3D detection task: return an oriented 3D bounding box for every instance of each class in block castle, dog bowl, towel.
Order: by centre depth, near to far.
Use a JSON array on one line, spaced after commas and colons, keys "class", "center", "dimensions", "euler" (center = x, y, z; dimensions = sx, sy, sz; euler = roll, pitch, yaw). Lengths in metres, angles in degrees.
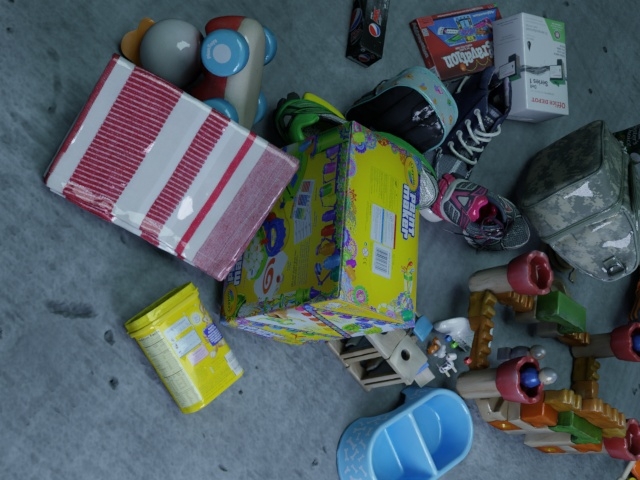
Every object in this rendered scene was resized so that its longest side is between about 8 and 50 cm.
[{"class": "towel", "center": [-0.228, -0.105, 1.400], "dimensions": [0.329, 0.037, 0.237], "euler": [29, 103, -18]}, {"class": "dog bowl", "center": [0.163, 0.366, 1.632], "dimensions": [0.297, 0.074, 0.166], "euler": [-24, 91, -39]}, {"class": "block castle", "center": [0.488, 0.241, 1.785], "dimensions": [0.453, 0.213, 0.303], "euler": [31, 60, -35]}]

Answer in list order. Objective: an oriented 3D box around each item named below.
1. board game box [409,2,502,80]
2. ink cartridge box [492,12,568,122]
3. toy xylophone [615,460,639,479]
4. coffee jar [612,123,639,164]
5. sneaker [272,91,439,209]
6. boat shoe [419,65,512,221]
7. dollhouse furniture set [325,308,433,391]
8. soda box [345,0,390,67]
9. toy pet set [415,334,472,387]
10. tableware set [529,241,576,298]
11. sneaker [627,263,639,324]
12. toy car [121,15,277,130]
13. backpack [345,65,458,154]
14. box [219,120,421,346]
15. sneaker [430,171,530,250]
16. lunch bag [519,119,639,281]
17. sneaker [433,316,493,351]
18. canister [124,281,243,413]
[{"class": "board game box", "center": [0.326, -0.444, 2.029], "dimensions": [0.281, 0.027, 0.145], "euler": [-21, 91, -39]}, {"class": "ink cartridge box", "center": [0.477, -0.387, 2.054], "dimensions": [0.160, 0.092, 0.219], "euler": [-1, 86, -39]}, {"class": "toy xylophone", "center": [0.714, 0.553, 1.974], "dimensions": [0.322, 0.081, 0.236], "euler": [-37, 99, -38]}, {"class": "coffee jar", "center": [0.771, -0.235, 2.191], "dimensions": [0.079, 0.184, 0.096], "euler": [34, 58, -24]}, {"class": "sneaker", "center": [0.069, -0.138, 1.643], "dimensions": [0.343, 0.134, 0.146], "euler": [24, 18, -19]}, {"class": "boat shoe", "center": [0.290, -0.206, 1.846], "dimensions": [0.127, 0.158, 0.341], "euler": [28, 61, -27]}, {"class": "dollhouse furniture set", "center": [0.127, 0.156, 1.633], "dimensions": [0.129, 0.129, 0.184], "euler": [50, 55, -13]}, {"class": "soda box", "center": [0.098, -0.441, 1.842], "dimensions": [0.060, 0.053, 0.169], "euler": [22, 64, -29]}, {"class": "toy pet set", "center": [0.203, 0.210, 1.692], "dimensions": [0.114, 0.122, 0.065], "euler": [-36, 110, -2]}, {"class": "tableware set", "center": [0.535, 0.070, 2.017], "dimensions": [0.128, 0.039, 0.194], "euler": [35, 58, -23]}, {"class": "sneaker", "center": [0.775, 0.083, 2.154], "dimensions": [0.321, 0.124, 0.180], "euler": [-32, 92, -49]}, {"class": "toy car", "center": [-0.219, -0.282, 1.509], "dimensions": [0.219, 0.238, 0.210], "euler": [-53, 155, -70]}, {"class": "backpack", "center": [0.171, -0.244, 1.750], "dimensions": [0.166, 0.188, 0.144], "euler": [52, 53, -11]}, {"class": "box", "center": [0.000, 0.000, 1.480], "dimensions": [0.177, 0.279, 0.290], "euler": [23, 64, -41]}, {"class": "sneaker", "center": [0.337, -0.036, 1.817], "dimensions": [0.299, 0.112, 0.121], "euler": [20, 98, -47]}, {"class": "lunch bag", "center": [0.589, -0.078, 1.960], "dimensions": [0.256, 0.212, 0.305], "euler": [53, 30, -16]}, {"class": "sneaker", "center": [0.286, 0.186, 1.791], "dimensions": [0.152, 0.053, 0.061], "euler": [13, 71, -33]}, {"class": "canister", "center": [-0.210, 0.169, 1.419], "dimensions": [0.126, 0.073, 0.170], "euler": [-37, 100, -38]}]
